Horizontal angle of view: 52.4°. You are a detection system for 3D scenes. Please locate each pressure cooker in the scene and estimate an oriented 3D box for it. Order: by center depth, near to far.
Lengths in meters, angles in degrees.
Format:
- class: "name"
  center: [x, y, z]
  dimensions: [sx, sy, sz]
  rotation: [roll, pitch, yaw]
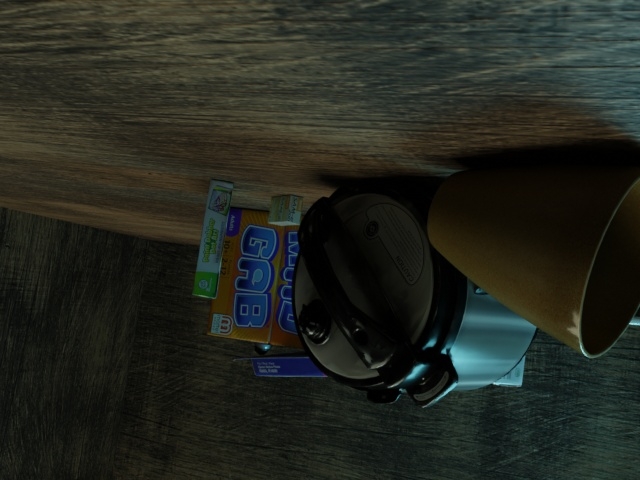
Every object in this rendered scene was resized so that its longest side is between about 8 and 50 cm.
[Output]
- class: "pressure cooker"
  center: [0.152, 0.096, 1.170]
  dimensions: [0.420, 0.375, 0.370]
  rotation: [11, 177, -42]

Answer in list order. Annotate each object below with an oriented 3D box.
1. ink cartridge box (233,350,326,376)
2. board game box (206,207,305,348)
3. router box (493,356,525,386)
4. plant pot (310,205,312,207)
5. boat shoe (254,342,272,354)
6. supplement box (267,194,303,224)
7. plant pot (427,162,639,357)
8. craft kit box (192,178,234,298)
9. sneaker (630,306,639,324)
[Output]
- class: "ink cartridge box"
  center: [-0.020, 0.349, 1.842]
  dimensions: [0.324, 0.071, 0.330]
  rotation: [-10, 172, 40]
- class: "board game box"
  center: [-0.083, 0.120, 1.910]
  dimensions: [0.356, 0.356, 0.356]
  rotation: [6, 174, 12]
- class: "router box"
  center: [0.315, 0.118, 1.411]
  dimensions: [0.082, 0.335, 0.301]
  rotation: [10, 176, -30]
- class: "plant pot"
  center: [0.030, -0.044, 1.481]
  dimensions: [0.081, 0.081, 0.083]
  rotation: [10, 164, -26]
- class: "boat shoe"
  center: [-0.165, 0.306, 1.851]
  dimensions: [0.049, 0.040, 0.142]
  rotation: [9, 174, -7]
- class: "supplement box"
  center: [-0.080, -0.067, 1.465]
  dimensions: [0.036, 0.062, 0.098]
  rotation: [12, 173, -30]
- class: "plant pot"
  center: [0.275, -0.007, 0.851]
  dimensions: [0.254, 0.237, 0.237]
  rotation: [22, -174, 39]
- class: "craft kit box"
  center: [-0.243, 0.002, 1.462]
  dimensions: [0.061, 0.246, 0.250]
  rotation: [12, 174, -10]
- class: "sneaker"
  center: [0.619, 0.084, 1.472]
  dimensions: [0.296, 0.146, 0.105]
  rotation: [24, -166, 36]
